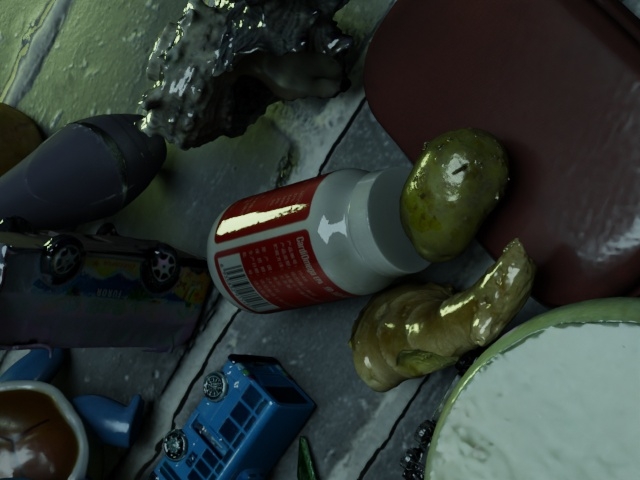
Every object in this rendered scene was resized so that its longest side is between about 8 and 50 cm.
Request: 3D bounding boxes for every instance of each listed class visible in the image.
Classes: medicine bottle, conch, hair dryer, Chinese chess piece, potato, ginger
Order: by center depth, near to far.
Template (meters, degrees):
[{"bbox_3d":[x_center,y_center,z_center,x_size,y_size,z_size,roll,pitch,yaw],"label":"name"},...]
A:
[{"bbox_3d":[0.261,0.223,1.084,0.349,0.146,0.350,-1,88,25],"label":"Chinese chess piece"},{"bbox_3d":[0.119,-0.042,1.174,0.091,0.070,0.138,47,120,31],"label":"potato"},{"bbox_3d":[0.119,0.070,1.221,0.086,0.131,0.294,42,149,-9],"label":"ginger"},{"bbox_3d":[0.000,0.000,1.318,0.250,0.131,0.131,-14,76,46],"label":"medicine bottle"},{"bbox_3d":[-0.098,-0.203,1.378,0.313,0.240,0.186,-9,114,45],"label":"conch"},{"bbox_3d":[-0.359,0.000,1.560,0.121,0.301,0.361,49,139,7],"label":"hair dryer"}]

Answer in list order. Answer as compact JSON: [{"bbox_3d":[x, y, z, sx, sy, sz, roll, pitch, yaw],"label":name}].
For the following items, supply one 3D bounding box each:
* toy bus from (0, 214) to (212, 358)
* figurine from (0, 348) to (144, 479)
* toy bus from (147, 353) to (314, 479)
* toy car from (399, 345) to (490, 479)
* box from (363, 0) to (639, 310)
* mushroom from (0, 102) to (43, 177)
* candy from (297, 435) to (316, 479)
[{"bbox_3d":[-0.264,0.052,1.408,0.112,0.317,0.138,19,98,37],"label":"toy bus"},{"bbox_3d":[-0.352,0.283,1.527,0.416,0.243,0.298,17,103,56],"label":"figurine"},{"bbox_3d":[-0.099,0.224,1.408,0.106,0.090,0.185,42,107,29],"label":"toy bus"},{"bbox_3d":[0.147,0.183,1.256,0.071,0.062,0.165,34,103,32],"label":"toy car"},{"bbox_3d":[0.211,-0.118,1.223,0.263,0.108,0.404,-49,60,23],"label":"box"},{"bbox_3d":[-0.576,-0.107,1.677,0.397,0.313,0.224,1,88,30],"label":"mushroom"},{"bbox_3d":[0.016,0.353,1.326,0.097,0.097,0.324,-32,59,27],"label":"candy"}]
